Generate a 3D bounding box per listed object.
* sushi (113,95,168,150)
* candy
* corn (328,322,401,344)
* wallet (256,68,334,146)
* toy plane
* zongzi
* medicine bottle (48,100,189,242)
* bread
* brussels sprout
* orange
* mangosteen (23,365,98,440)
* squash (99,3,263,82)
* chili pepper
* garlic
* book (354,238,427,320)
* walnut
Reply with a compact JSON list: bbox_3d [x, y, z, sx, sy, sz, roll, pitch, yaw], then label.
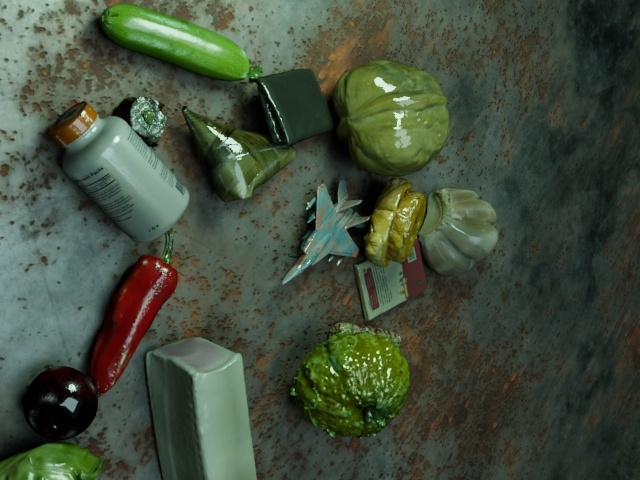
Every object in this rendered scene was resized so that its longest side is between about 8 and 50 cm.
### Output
[{"bbox_3d":[-0.373,-0.245,1.646,0.094,0.084,0.098,28,76,-39],"label":"sushi"},{"bbox_3d":[-0.264,0.409,1.774,0.145,0.208,0.358,-18,108,-41],"label":"candy"},{"bbox_3d":[0.122,0.263,2.130,0.237,0.079,0.079,12,91,-43],"label":"corn"},{"bbox_3d":[-0.056,-0.313,1.853,0.245,0.052,0.168,-29,100,-56],"label":"wallet"},{"bbox_3d":[-0.005,-0.001,1.957,0.326,0.104,0.223,-44,121,-28],"label":"toy plane"},{"bbox_3d":[-0.184,-0.232,1.787,0.221,0.112,0.242,-40,107,-39],"label":"zongzi"},{"bbox_3d":[-0.407,-0.141,1.592,0.157,0.157,0.288,-51,124,-19],"label":"medicine bottle"},{"bbox_3d":[0.192,-0.043,2.066,0.198,0.120,0.236,52,58,-74],"label":"bread"},{"bbox_3d":[-0.551,0.540,1.564,0.294,0.227,0.259,-24,98,-23],"label":"brussels sprout"},{"bbox_3d":[0.083,0.362,1.982,0.301,0.223,0.300,31,111,-34],"label":"orange"},{"bbox_3d":[-0.521,0.325,1.608,0.152,0.152,0.152,-8,103,-37],"label":"mangosteen"},{"bbox_3d":[-0.284,-0.411,1.676,0.379,0.101,0.101,13,90,-34],"label":"squash"},{"bbox_3d":[-0.391,0.145,1.686,0.110,0.110,0.387,36,77,-36],"label":"chili pepper"},{"bbox_3d":[0.391,-0.027,2.257,0.292,0.210,0.237,23,46,-39],"label":"garlic"},{"bbox_3d":[0.197,0.103,2.188,0.232,0.022,0.162,-24,109,-32],"label":"book"},{"bbox_3d":[0.173,-0.301,1.950,0.277,0.253,0.282,-8,104,-38],"label":"walnut"}]
